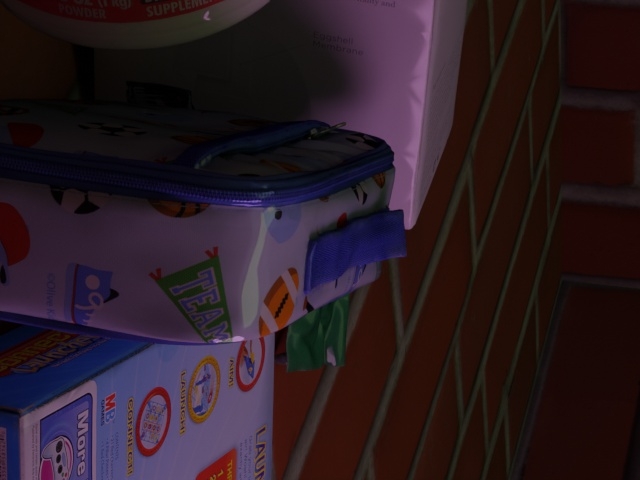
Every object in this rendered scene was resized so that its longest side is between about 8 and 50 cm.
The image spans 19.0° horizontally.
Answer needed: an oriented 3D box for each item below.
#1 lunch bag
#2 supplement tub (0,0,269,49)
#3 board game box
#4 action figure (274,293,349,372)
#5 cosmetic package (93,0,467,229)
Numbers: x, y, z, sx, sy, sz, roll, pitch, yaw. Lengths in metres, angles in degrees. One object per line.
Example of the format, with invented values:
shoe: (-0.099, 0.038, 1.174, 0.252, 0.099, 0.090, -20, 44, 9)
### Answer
lunch bag: (-0.082, -0.020, 1.083, 0.303, 0.243, 0.115, -27, 122, -72)
supplement tub: (-0.105, -0.252, 0.980, 0.272, 0.191, 0.191, 84, 18, -48)
board game box: (-0.134, 0.194, 1.188, 0.302, 0.086, 0.308, -28, 124, -61)
action figure: (0.000, 0.000, 1.758, 0.137, 0.063, 0.232, -4, 104, -73)
cosmetic package: (-0.023, -0.154, 1.241, 0.138, 0.224, 0.224, -67, 166, -49)
